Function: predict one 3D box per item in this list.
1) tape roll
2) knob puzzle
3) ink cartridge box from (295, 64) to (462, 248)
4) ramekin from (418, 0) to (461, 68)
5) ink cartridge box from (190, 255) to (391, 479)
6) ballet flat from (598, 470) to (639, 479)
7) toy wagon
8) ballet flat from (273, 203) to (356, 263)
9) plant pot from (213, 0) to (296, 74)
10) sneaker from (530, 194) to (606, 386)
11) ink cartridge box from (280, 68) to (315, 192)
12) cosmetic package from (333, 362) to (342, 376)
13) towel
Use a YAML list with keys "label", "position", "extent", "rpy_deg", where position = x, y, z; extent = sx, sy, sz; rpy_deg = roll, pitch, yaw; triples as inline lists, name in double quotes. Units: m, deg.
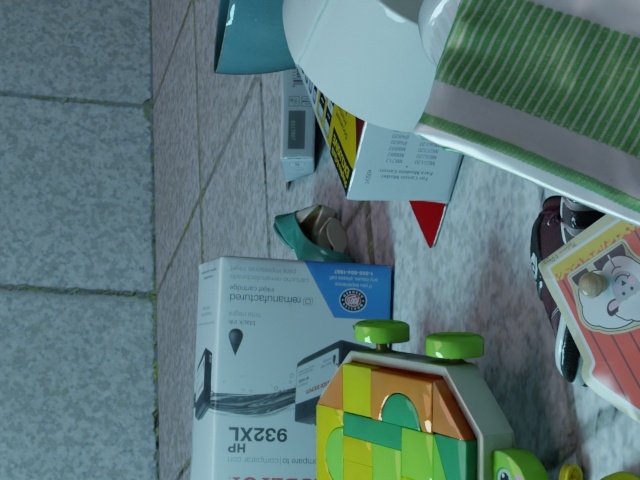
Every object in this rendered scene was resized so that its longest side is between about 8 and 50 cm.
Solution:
- label: "tape roll"
  position: [0.100, -0.249, 1.482]
  extent: [0.169, 0.246, 0.246]
  rpy_deg: [121, 149, -59]
- label: "knob puzzle"
  position: [0.256, 0.057, 1.082]
  extent: [0.213, 0.030, 0.213]
  rpy_deg: [3, 94, 39]
- label: "ink cartridge box"
  position: [0.069, -0.183, 1.782]
  extent: [0.309, 0.130, 0.272]
  rpy_deg: [-109, 26, -53]
- label: "ramekin"
  position: [0.190, -0.156, 1.228]
  extent: [0.207, 0.207, 0.109]
  rpy_deg: [119, 142, -57]
- label: "ink cartridge box"
  position: [-0.037, 0.181, 1.897]
  extent: [0.129, 0.223, 0.307]
  rpy_deg: [163, 110, -72]
- label: "ballet flat"
  position: [0.234, 0.222, 1.198]
  extent: [0.231, 0.077, 0.077]
  rpy_deg: [161, 110, -73]
- label: "toy wagon"
  position: [0.111, 0.220, 1.463]
  extent: [0.344, 0.068, 0.267]
  rpy_deg: [5, 96, 57]
- label: "ballet flat"
  position: [0.000, 0.000, 2.107]
  extent: [0.087, 0.083, 0.247]
  rpy_deg: [-56, 24, 13]
- label: "plant pot"
  position: [-0.023, -0.348, 1.992]
  extent: [0.290, 0.195, 0.290]
  rpy_deg: [-172, 90, -82]
- label: "sneaker"
  position: [0.223, -0.034, 1.258]
  extent: [0.162, 0.106, 0.281]
  rpy_deg: [-111, 29, -63]
- label: "ink cartridge box"
  position: [-0.031, -0.186, 2.319]
  extent: [0.232, 0.066, 0.189]
  rpy_deg: [67, -157, -78]
- label: "cosmetic package"
  position: [0.069, 0.305, 1.700]
  extent: [0.160, 0.113, 0.309]
  rpy_deg: [-141, 55, -70]
- label: "towel"
  position: [0.216, -0.188, 1.079]
  extent: [0.248, 0.038, 0.325]
  rpy_deg: [24, 99, 31]
